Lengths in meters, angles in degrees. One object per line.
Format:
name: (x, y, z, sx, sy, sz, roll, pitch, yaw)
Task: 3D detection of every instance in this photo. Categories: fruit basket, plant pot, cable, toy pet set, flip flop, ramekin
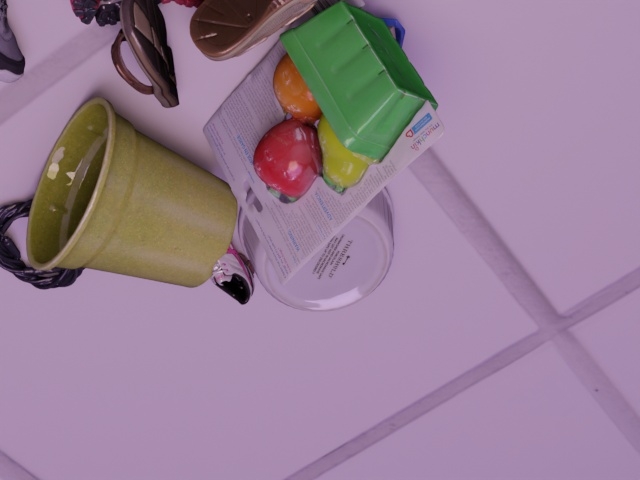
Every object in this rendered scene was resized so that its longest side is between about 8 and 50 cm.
fruit basket: (-0.003, -0.163, 1.806, 0.165, 0.327, 0.353, 5, 136, -46)
plant pot: (-0.278, -0.048, 1.876, 0.254, 0.276, 0.276, 21, 120, -29)
cable: (-0.471, 0.005, 2.015, 0.151, 0.047, 0.184, -37, 126, 22)
toy pet set: (0.066, -0.323, 1.870, 0.114, 0.065, 0.122, 8, 125, 26)
flip flop: (-0.258, -0.263, 1.751, 0.080, 0.112, 0.277, -4, 169, 0)
ramekin: (0.000, 0.000, 2.037, 0.273, 0.127, 0.272, -5, 126, -6)

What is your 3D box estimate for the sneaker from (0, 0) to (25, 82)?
sneaker: (-0.457, -0.354, 1.713, 0.153, 0.101, 0.268, -22, 124, 9)

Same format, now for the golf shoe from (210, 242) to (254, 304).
golf shoe: (-0.171, 0.031, 2.056, 0.067, 0.086, 0.186, -34, 121, 16)

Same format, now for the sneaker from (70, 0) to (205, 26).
sneaker: (-0.217, -0.400, 1.725, 0.299, 0.112, 0.121, -13, 155, -16)

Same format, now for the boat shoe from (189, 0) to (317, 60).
boat shoe: (-0.054, -0.364, 1.732, 0.302, 0.098, 0.109, -40, 84, 1)
